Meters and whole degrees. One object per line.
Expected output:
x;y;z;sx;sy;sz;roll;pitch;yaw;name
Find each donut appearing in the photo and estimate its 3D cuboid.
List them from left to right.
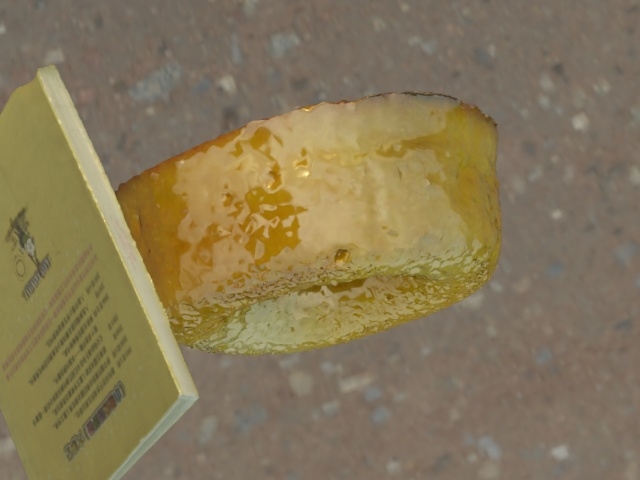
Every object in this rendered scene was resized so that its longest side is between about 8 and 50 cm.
-0.002;0.001;1.222;0.278;0.108;0.277;-11;163;-3;donut

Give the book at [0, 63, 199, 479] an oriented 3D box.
-0.137;0.034;0.906;0.013;0.192;0.168;-9;154;-38;book
